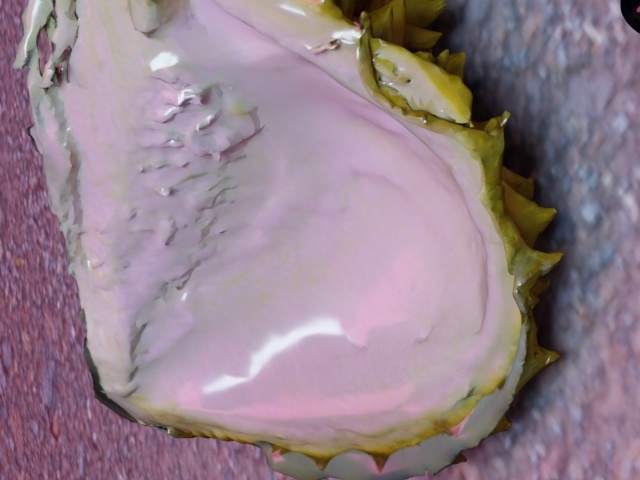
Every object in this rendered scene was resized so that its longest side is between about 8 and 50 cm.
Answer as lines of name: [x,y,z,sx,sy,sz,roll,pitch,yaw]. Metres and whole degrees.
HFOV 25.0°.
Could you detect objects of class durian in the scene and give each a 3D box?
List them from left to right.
durian: [0.008,-0.005,0.586,0.195,0.185,0.305,28,127,32]

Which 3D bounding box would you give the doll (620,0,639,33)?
doll: [0.142,-0.132,0.396,0.195,0.070,0.096,127,148,-55]
